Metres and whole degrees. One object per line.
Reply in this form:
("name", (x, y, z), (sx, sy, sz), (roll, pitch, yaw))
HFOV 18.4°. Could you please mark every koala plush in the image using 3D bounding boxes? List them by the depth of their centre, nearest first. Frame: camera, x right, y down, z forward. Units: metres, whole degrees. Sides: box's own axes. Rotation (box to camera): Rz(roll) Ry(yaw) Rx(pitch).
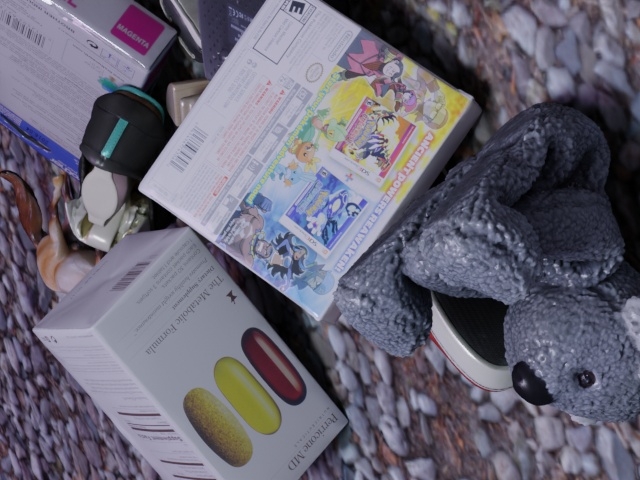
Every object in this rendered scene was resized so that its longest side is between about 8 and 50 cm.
("koala plush", (0.169, 0.037, 1.382), (0.221, 0.203, 0.196), (48, 149, -5))

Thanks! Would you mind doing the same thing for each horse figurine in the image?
("horse figurine", (-0.253, 0.017, 2.111), (0.263, 0.066, 0.174), (38, 132, 38))

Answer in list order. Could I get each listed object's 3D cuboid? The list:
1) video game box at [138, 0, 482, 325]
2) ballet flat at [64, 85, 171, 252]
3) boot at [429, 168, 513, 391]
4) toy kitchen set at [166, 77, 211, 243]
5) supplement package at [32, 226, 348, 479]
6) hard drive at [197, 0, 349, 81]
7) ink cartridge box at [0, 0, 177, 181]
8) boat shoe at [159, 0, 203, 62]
("video game box", (-0.008, -0.070, 1.520), (0.187, 0.205, 0.048), (36, -177, 21))
("ballet flat", (-0.198, -0.048, 1.873), (0.095, 0.096, 0.280), (23, 157, 8))
("boot", (0.082, 0.051, 1.583), (0.244, 0.088, 0.176), (60, 150, 31))
("toy kitchen set", (-0.051, -0.045, 1.737), (0.207, 0.122, 0.166), (-121, 25, -58))
("supplement package", (-0.117, 0.123, 1.809), (0.244, 0.139, 0.134), (51, 155, -19))
("hard drive", (-0.041, -0.229, 1.633), (0.172, 0.054, 0.254), (32, 133, 45))
("ink cartridge box", (-0.251, -0.170, 1.893), (0.186, 0.065, 0.311), (35, 154, -1))
("boat shoe", (-0.125, -0.218, 1.784), (0.125, 0.046, 0.038), (59, 144, 1))
